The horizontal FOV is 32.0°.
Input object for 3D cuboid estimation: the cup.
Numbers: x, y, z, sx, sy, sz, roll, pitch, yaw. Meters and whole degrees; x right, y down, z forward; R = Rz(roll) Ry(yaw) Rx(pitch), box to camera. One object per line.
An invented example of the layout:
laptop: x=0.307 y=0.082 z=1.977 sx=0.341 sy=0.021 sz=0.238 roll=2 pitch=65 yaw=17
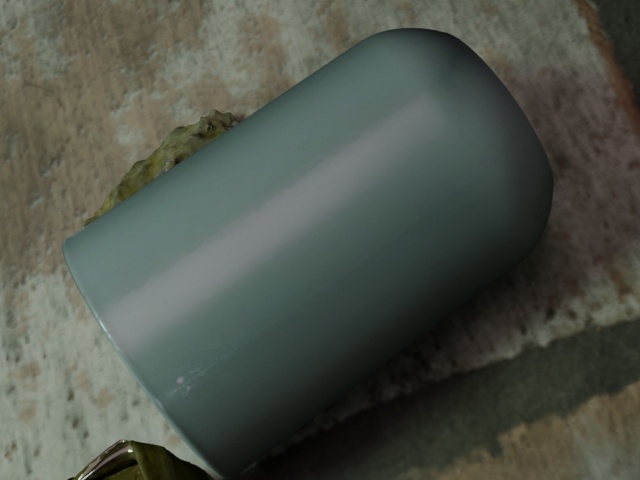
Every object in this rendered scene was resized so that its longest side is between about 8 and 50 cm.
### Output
cup: x=0.000 y=0.000 z=0.796 sx=0.312 sy=0.205 sz=0.205 roll=-35 pitch=59 yaw=-3

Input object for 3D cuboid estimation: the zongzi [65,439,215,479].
zongzi: x=-0.163 y=0.307 z=0.743 sx=0.260 sy=0.123 sz=0.289 roll=-24 pitch=63 yaw=11

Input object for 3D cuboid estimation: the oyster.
oyster: x=-0.132 y=-0.031 z=0.930 sx=0.209 sy=0.072 sz=0.133 roll=-43 pitch=62 yaw=-8
